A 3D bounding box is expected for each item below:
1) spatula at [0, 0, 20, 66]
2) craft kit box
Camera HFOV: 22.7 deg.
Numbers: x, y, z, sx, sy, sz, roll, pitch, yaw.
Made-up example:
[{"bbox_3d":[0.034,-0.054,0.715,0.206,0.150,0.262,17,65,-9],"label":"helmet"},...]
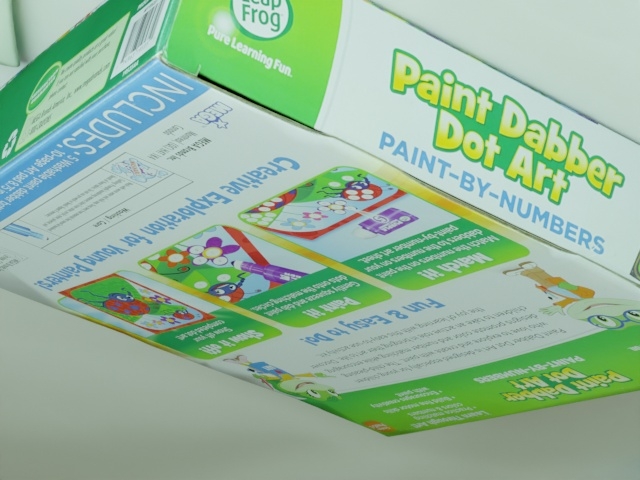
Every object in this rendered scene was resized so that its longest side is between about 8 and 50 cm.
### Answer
[{"bbox_3d":[-0.176,-0.119,0.448,0.168,0.019,0.242,15,159,0],"label":"spatula"},{"bbox_3d":[0.000,0.000,0.591,0.246,0.061,0.250,27,155,-24],"label":"craft kit box"}]
